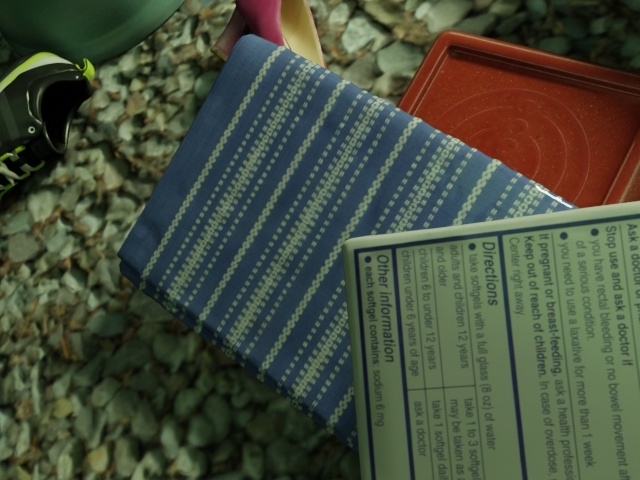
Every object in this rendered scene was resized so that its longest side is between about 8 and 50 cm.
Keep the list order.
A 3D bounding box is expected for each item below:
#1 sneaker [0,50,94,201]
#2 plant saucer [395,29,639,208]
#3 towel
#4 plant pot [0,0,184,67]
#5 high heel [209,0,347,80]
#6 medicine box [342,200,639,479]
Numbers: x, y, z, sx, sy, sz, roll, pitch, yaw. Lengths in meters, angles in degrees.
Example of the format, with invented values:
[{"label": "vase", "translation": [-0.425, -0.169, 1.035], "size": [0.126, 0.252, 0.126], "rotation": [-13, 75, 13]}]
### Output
[{"label": "sneaker", "translation": [-0.319, -0.101, 0.927], "size": [0.097, 0.084, 0.235], "rotation": [21, 75, 30]}, {"label": "plant saucer", "translation": [0.145, -0.054, 0.719], "size": [0.259, 0.048, 0.258], "rotation": [22, 76, 31]}, {"label": "towel", "translation": [0.000, 0.000, 0.717], "size": [0.336, 0.040, 0.243], "rotation": [33, 97, 28]}, {"label": "plant pot", "translation": [-0.289, -0.365, 0.983], "size": [0.293, 0.196, 0.293], "rotation": [-10, 62, 19]}, {"label": "high heel", "translation": [-0.005, -0.179, 0.830], "size": [0.117, 0.082, 0.244], "rotation": [-54, 43, 3]}, {"label": "medicine box", "translation": [0.176, 0.119, 0.514], "size": [0.289, 0.149, 0.264], "rotation": [-7, 80, 20]}]
